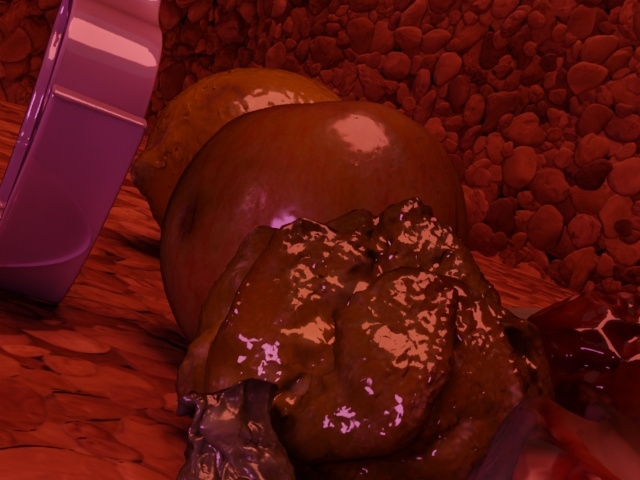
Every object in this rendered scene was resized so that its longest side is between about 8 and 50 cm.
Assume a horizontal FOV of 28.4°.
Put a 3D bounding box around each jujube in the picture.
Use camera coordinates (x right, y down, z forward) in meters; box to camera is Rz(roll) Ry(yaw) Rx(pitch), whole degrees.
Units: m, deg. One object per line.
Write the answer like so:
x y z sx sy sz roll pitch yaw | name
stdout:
0.234 0.121 1.008 0.174 0.174 0.250 21 2 23 | jujube

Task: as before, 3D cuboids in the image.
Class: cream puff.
0.030 0.081 0.801 0.244 0.196 0.244 10 -24 5 | cream puff

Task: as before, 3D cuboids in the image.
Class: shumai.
-0.038 0.113 0.668 0.083 0.081 0.082 15 8 -43 | shumai

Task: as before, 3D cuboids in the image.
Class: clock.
-0.214 -0.084 1.071 0.080 0.290 0.275 19 41 -18 | clock

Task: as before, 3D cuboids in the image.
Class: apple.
0.000 0.000 1.036 0.264 0.264 0.264 18 6 -2 | apple

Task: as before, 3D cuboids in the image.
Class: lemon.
-0.076 -0.078 1.502 0.310 0.258 0.258 4 12 -31 | lemon

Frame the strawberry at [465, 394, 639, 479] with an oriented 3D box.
0.168 0.189 0.395 0.336 0.149 0.265 33 5 26 | strawberry

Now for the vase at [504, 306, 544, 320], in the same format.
0.233 0.122 1.222 0.248 0.128 0.128 11 4 18 | vase
